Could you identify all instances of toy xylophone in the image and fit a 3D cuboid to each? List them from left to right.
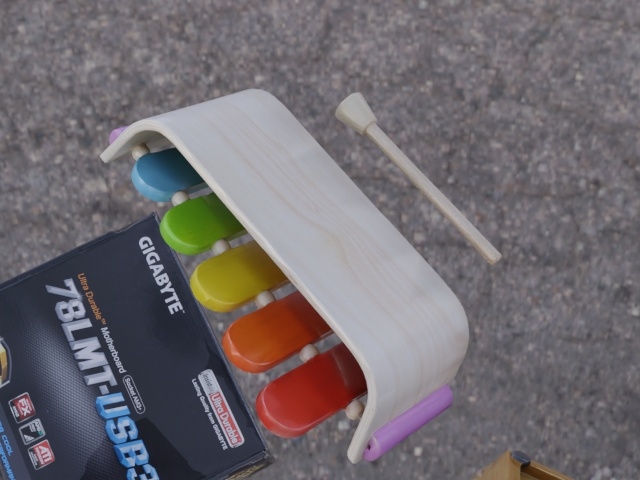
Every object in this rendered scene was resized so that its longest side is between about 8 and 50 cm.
[{"bbox_3d":[0.000,0.000,0.815,0.236,0.081,0.323,-15,61,-42],"label":"toy xylophone"}]

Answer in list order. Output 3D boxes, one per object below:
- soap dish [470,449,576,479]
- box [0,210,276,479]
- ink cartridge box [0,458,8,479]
[{"bbox_3d":[0.284,0.347,1.141,0.291,0.118,0.229,24,14,5],"label":"soap dish"},{"bbox_3d":[-0.239,0.161,1.123,0.293,0.073,0.295,-26,71,-3],"label":"box"},{"bbox_3d":[-0.276,0.125,0.733,0.086,0.203,0.148,-22,43,-15],"label":"ink cartridge box"}]
